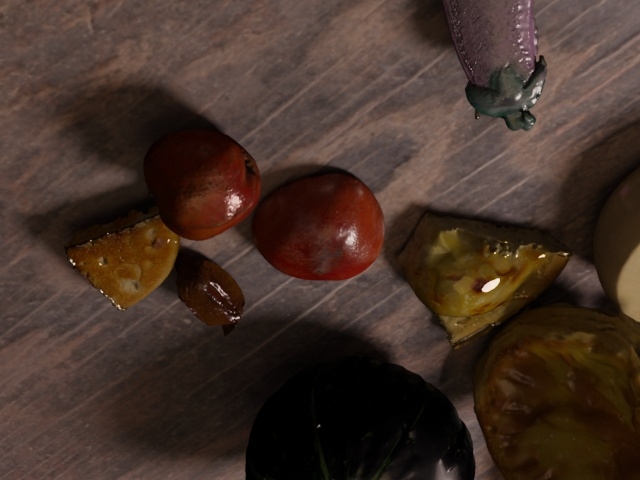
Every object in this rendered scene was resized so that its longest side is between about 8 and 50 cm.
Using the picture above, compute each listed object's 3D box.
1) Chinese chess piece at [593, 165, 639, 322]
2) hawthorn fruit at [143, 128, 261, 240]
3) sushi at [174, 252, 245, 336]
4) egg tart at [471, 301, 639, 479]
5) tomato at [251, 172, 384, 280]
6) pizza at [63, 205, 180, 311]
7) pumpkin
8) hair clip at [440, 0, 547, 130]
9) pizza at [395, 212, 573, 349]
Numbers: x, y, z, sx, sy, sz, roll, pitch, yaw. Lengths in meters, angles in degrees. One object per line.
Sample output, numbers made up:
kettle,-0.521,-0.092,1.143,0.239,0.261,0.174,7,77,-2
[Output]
Chinese chess piece,0.454,-0.001,1.780,0.273,0.102,0.273,-6,137,-5
hawthorn fruit,-0.125,-0.063,1.600,0.128,0.128,0.128,-5,136,-5
sushi,-0.131,0.064,1.768,0.055,0.052,0.120,-15,142,31
egg tart,0.337,0.216,1.877,0.132,0.341,0.341,-25,149,-39
tomato,0.000,0.000,1.716,0.155,0.069,0.156,-5,136,-5
pizza,-0.224,0.012,1.706,0.130,0.041,0.178,0,135,-14
pumpkin,0.056,0.273,1.912,0.295,0.296,0.296,-5,136,-5
hair clip,0.176,-0.271,1.479,0.095,0.110,0.359,-38,141,-31
pizza,0.175,0.064,1.809,0.188,0.081,0.204,14,132,-23
